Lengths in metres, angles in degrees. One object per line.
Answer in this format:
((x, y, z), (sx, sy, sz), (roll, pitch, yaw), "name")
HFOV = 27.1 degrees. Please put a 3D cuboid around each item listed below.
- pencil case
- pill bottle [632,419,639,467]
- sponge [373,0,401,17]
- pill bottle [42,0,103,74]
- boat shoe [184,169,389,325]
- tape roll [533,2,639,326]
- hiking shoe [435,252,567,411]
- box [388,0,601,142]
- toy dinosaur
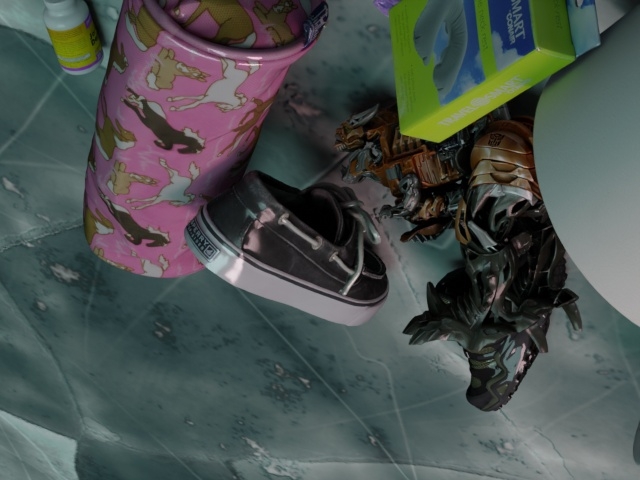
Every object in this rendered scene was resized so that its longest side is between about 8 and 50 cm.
((-0.112, -0.113, 1.167), (0.167, 0.160, 0.386), (11, 147, -13), "pencil case")
((0.444, 0.215, 1.224), (0.283, 0.161, 0.161), (28, 145, -1), "pill bottle")
((0.133, -0.211, 0.997), (0.117, 0.031, 0.210), (33, 146, -6), "sponge")
((-0.233, -0.198, 1.241), (0.043, 0.043, 0.083), (12, 143, 20), "pill bottle")
((-0.003, -0.003, 1.235), (0.306, 0.105, 0.113), (23, -155, -54), "boat shoe")
((0.290, -0.066, 0.896), (0.246, 0.246, 0.169), (36, 143, -12), "tape roll")
((0.166, 0.076, 1.313), (0.114, 0.086, 0.227), (27, 137, 15), "hiking shoe")
((0.119, -0.153, 0.957), (0.042, 0.109, 0.178), (8, 158, -32), "box")
((0.146, -0.029, 1.102), (0.322, 0.164, 0.219), (23, 115, 54), "toy dinosaur")
